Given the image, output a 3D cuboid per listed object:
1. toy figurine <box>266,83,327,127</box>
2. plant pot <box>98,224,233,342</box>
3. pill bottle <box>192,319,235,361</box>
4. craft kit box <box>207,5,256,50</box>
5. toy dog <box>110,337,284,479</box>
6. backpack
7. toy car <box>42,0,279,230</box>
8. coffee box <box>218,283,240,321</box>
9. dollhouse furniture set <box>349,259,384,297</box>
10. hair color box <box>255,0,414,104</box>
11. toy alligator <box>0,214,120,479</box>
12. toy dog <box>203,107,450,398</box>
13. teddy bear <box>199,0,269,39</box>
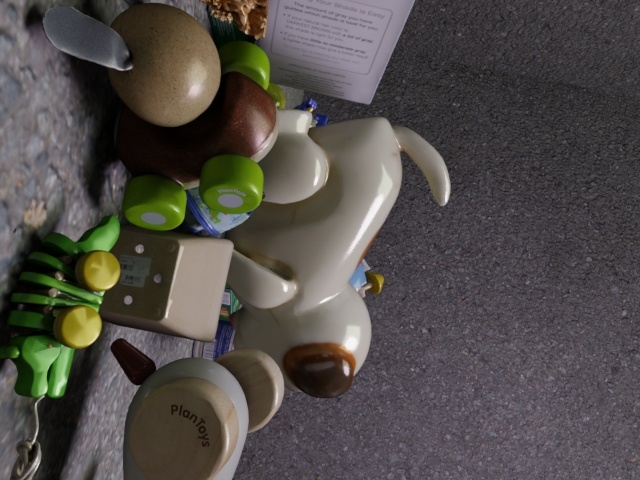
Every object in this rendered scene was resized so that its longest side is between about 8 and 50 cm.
[{"bbox_3d":[-0.063,-0.229,1.126,0.363,0.217,0.191,-81,-178,-61],"label":"toy figurine"},{"bbox_3d":[-0.158,0.038,0.486,0.096,0.109,0.109,53,46,-79],"label":"plant pot"},{"bbox_3d":[-0.165,0.217,1.026,0.094,0.169,0.094,-169,-90,-89],"label":"pill bottle"},{"bbox_3d":[-0.110,-0.391,0.801,0.250,0.060,0.247,108,-11,-79],"label":"craft kit box"},{"bbox_3d":[-0.174,0.227,0.460,0.334,0.161,0.220,-59,166,-18],"label":"toy dog"},{"bbox_3d":[-0.118,-0.057,0.536,0.105,0.084,0.114,61,5,-16],"label":"backpack"},{"bbox_3d":[-0.131,-0.123,0.390,0.188,0.148,0.155,50,34,-56],"label":"toy car"},{"bbox_3d":[-0.218,0.126,1.210,0.184,0.040,0.113,101,-1,-51],"label":"coffee box"},{"bbox_3d":[0.000,0.000,1.044,0.303,0.198,0.286,58,-33,7],"label":"dollhouse furniture set"},{"bbox_3d":[0.029,-0.351,0.620,0.374,0.185,0.114,116,-18,-61],"label":"hair color box"},{"bbox_3d":[-0.185,0.060,0.335,0.051,0.056,0.190,34,58,-44],"label":"toy alligator"},{"bbox_3d":[-0.023,0.022,0.764,0.284,0.395,0.408,-131,-138,-77],"label":"toy dog"},{"bbox_3d":[-0.095,-0.336,0.464,0.245,0.113,0.338,122,-29,-72],"label":"teddy bear"}]
